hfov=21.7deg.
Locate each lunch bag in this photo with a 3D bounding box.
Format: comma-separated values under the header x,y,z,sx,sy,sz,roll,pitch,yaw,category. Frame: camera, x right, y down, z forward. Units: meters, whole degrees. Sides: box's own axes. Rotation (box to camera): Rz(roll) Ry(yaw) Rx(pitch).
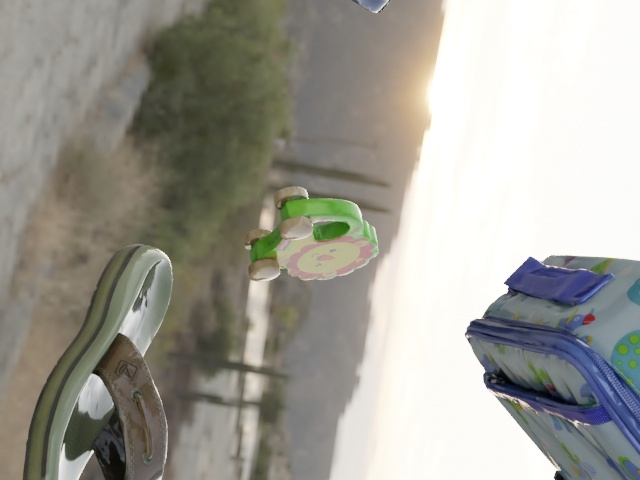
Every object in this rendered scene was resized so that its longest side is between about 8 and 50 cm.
x,y,z,sx,sy,sz,roll,pitch,yaw,category
0.166,0.089,0.874,0.090,0.176,0.219,-39,-172,-8,lunch bag

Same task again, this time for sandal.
x,y,z,sx,sy,sz,roll,pitch,yaw,category
-0.140,0.121,1.143,0.120,0.086,0.303,101,6,-48,sandal

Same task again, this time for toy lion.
x,y,z,sx,sy,sz,roll,pitch,yaw,category
0.000,0.000,1.186,0.100,0.096,0.034,129,-44,-53,toy lion

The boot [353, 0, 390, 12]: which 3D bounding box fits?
x,y,z,sx,sy,sz,roll,pitch,yaw,category
0.029,-0.316,1.830,0.106,0.219,0.082,-49,-134,28,boot
